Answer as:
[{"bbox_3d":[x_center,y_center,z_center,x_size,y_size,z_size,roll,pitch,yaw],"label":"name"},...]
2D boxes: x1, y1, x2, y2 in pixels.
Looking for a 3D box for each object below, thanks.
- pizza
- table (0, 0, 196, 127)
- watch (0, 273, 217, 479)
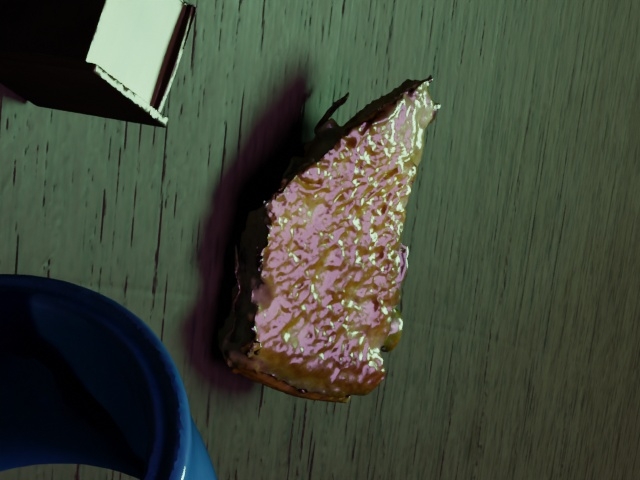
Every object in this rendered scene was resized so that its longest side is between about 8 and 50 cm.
[{"bbox_3d":[0.000,0.000,1.185,0.147,0.069,0.226,-3,105,-38],"label":"pizza"},{"bbox_3d":[-0.115,-0.112,0.898,0.070,0.083,0.082,36,68,-58],"label":"table"},{"bbox_3d":[-0.142,0.157,0.759,0.274,0.305,0.241,-45,142,-30],"label":"watch"}]
